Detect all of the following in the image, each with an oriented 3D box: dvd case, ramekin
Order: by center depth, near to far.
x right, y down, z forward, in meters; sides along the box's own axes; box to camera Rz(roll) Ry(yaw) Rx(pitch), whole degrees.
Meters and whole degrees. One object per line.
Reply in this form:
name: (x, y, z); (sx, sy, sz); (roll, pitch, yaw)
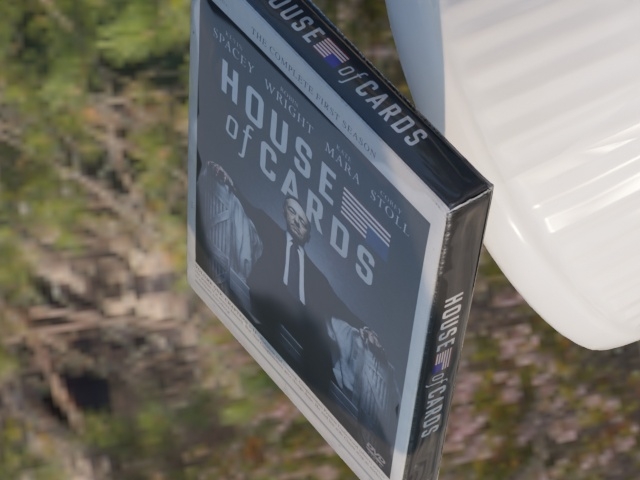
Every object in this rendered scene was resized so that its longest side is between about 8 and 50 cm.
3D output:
dvd case: (0.000, 0.000, 0.910); (0.179, 0.030, 0.238); (47, 153, 28)
ramekin: (0.152, -0.089, 1.007); (0.127, 0.273, 0.272); (-23, 76, 26)
